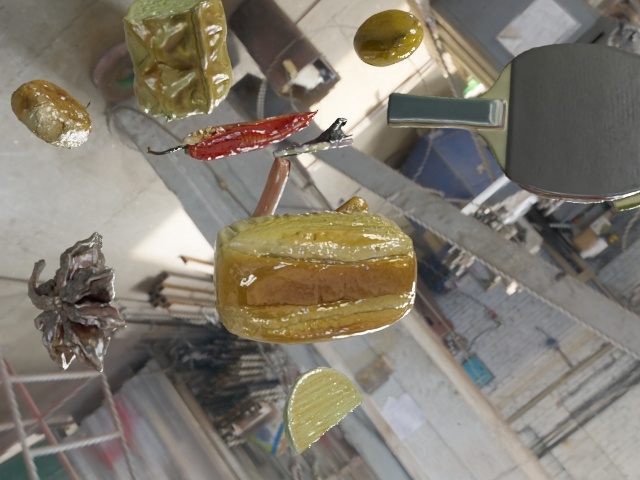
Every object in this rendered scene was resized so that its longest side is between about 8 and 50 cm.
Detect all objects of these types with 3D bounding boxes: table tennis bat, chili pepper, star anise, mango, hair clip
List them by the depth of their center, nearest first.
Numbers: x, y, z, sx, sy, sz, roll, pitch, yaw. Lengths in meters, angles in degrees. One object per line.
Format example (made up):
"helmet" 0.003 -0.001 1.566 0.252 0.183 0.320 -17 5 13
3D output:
"table tennis bat" 0.220 -0.127 0.740 0.301 0.173 0.022 4 169 10
"star anise" -0.369 0.089 1.044 0.231 0.209 0.089 -2 168 35
"chili pepper" -0.126 -0.155 1.069 0.268 0.050 0.059 -14 -159 -15
"mango" 0.139 -0.402 1.425 0.137 0.098 0.195 -29 -152 4
"hair clip" -0.016 -0.205 1.505 0.187 0.056 0.146 -19 -178 34

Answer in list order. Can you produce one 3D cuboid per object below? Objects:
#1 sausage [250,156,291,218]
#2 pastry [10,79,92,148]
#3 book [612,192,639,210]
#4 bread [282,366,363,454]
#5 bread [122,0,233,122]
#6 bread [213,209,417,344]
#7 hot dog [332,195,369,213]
"sausage" -0.104 -0.077 1.393 0.043 0.043 0.186 -14 136 -54
"pastry" -0.499 -0.235 1.321 0.081 0.153 0.153 -43 163 25
"book" 0.715 -0.128 1.208 0.239 0.035 0.352 -14 173 -30
"bread" -0.011 0.292 1.288 0.193 0.112 0.036 -29 -179 -44
"bread" -0.298 -0.403 1.501 0.238 0.196 0.252 -18 133 -7
"bread" -0.002 0.041 0.793 0.236 0.106 0.140 -5 116 -15
"hot dog" 0.000 0.000 1.281 0.216 0.047 0.066 -35 157 -4
